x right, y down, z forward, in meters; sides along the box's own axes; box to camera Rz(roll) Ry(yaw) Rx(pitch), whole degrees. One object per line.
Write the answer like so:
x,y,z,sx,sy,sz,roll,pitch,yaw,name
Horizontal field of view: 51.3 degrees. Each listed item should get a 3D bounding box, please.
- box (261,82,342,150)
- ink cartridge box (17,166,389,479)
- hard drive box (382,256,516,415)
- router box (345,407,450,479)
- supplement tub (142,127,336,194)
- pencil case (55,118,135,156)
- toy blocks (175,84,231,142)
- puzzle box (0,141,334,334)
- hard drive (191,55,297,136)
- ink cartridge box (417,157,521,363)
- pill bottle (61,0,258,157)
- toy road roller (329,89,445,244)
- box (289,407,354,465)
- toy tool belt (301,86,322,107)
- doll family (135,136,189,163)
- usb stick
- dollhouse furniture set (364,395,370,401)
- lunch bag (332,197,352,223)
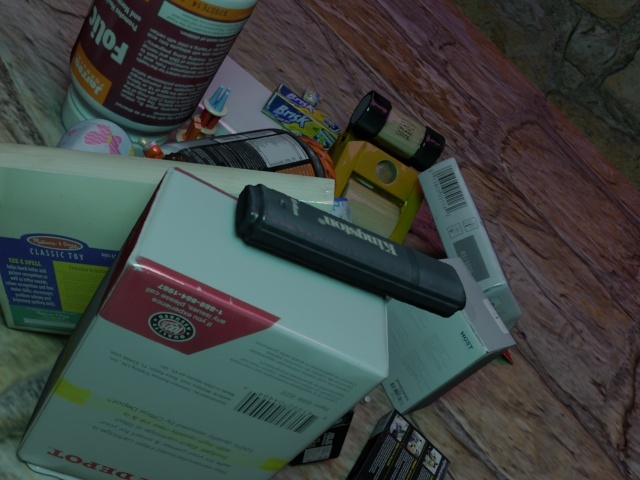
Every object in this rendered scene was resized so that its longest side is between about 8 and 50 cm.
-0.040,-0.266,1.457,0.169,0.059,0.054,34,35,-12,box
-0.144,0.146,0.773,0.279,0.384,0.160,27,37,-19,ink cartridge box
0.191,0.170,1.167,0.089,0.232,0.181,-4,57,-43,hard drive box
0.123,0.375,1.059,0.133,0.046,0.179,44,38,2,router box
-0.135,-0.082,1.147,0.338,0.207,0.207,-19,68,-50,supplement tub
-0.371,-0.068,1.007,0.273,0.114,0.124,-81,153,-48,pencil case
-0.224,-0.218,1.250,0.054,0.148,0.123,36,37,-7,toy blocks
-0.199,0.022,0.814,0.409,0.272,0.052,7,41,-2,puzzle box
-0.209,-0.314,1.442,0.353,0.047,0.233,39,38,-4,hard drive
0.339,0.055,1.387,0.385,0.091,0.308,45,25,-50,ink cartridge box
-0.279,-0.323,1.104,0.224,0.392,0.224,24,40,-22,pill bottle
0.102,-0.144,1.468,0.203,0.241,0.329,29,76,-17,toy road roller
-0.015,0.222,0.968,0.078,0.180,0.147,-6,53,-12,box
-0.021,-0.339,1.629,0.051,0.052,0.083,21,42,-12,toy tool belt
-0.237,-0.010,0.932,0.118,0.163,0.262,-47,131,-69,doll family
0.040,0.014,0.713,0.278,0.045,0.077,22,38,-24,usb stick
0.031,0.260,1.122,0.114,0.091,0.081,-38,124,-31,dollhouse furniture set
0.000,0.000,1.068,0.151,0.096,0.128,-11,89,-40,lunch bag
